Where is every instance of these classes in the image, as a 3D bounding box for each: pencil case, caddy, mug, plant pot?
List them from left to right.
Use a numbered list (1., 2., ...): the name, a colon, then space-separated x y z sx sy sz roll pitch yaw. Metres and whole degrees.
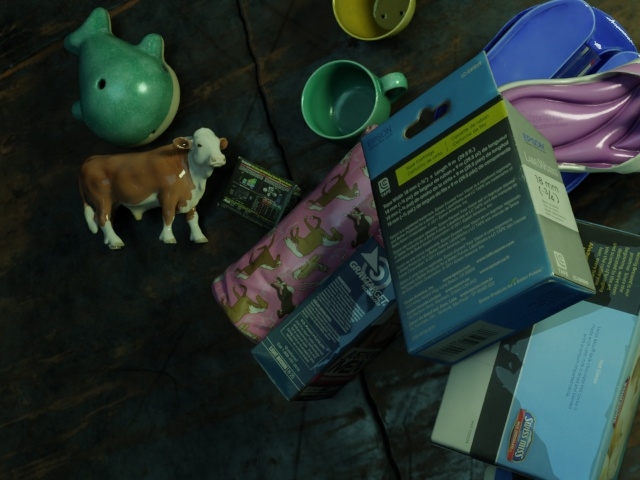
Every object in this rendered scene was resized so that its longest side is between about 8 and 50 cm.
1. pencil case: 0.000 0.000 1.727 0.386 0.167 0.160 -44 48 12
2. mug: 0.059 -0.211 1.765 0.157 0.097 0.130 16 88 24
3. plant pot: 0.099 -0.379 1.766 0.134 0.095 0.134 0 90 25
4. caddy: 0.321 -0.195 1.615 0.241 0.179 0.341 44 95 -1

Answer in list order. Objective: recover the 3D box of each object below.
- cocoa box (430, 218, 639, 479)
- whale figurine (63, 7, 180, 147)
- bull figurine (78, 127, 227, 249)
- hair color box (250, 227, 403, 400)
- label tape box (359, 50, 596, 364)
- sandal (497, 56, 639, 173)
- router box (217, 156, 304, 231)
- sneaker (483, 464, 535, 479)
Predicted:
1. cocoa box: 0.333 0.150 1.535 0.228 0.231 0.347 16 89 25
2. whale figurine: -0.368 -0.291 1.928 0.216 0.141 0.272 -38 71 14
3. bull figurine: -0.280 -0.085 1.887 0.310 0.101 0.189 -4 87 28
4. hair color box: 0.076 0.095 1.681 0.347 0.174 0.105 -44 71 12
5. label tape box: 0.196 -0.039 1.448 0.240 0.106 0.334 -33 55 36
6. sandal: 0.414 -0.164 1.470 0.416 0.102 0.169 -12 93 4
7. router box: -0.100 -0.074 1.847 0.122 0.038 0.092 27 95 22
8. sneaker: 0.283 0.407 1.622 0.084 0.058 0.152 -1 77 31
